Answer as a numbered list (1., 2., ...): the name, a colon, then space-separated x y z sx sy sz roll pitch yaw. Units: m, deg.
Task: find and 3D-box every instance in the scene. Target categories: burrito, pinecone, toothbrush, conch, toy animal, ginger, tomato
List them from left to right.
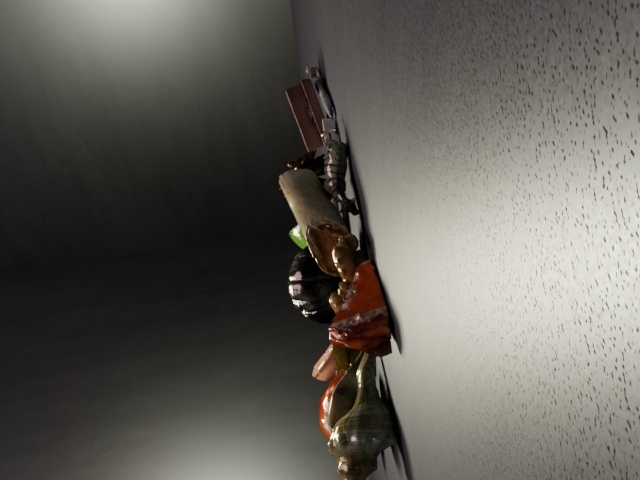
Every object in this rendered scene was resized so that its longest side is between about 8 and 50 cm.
1. pinecone: -0.030 -0.193 2.021 0.208 0.208 0.207 171 90 -88
2. burrito: -0.009 -0.055 1.532 0.143 0.105 0.299 72 173 -46
3. toothbrush: 0.003 -0.450 1.846 0.413 0.042 0.035 -106 7 -56
4. toy animal: 0.045 -0.169 1.520 0.176 0.074 0.216 -139 44 -78
5. ginger: 0.056 0.095 1.400 0.193 0.053 0.176 -58 -39 -48
6. tomato: 0.075 0.491 1.715 0.200 0.140 0.232 9 -110 -50
7. conch: 0.104 0.450 1.536 0.169 0.203 0.386 53 -141 -29

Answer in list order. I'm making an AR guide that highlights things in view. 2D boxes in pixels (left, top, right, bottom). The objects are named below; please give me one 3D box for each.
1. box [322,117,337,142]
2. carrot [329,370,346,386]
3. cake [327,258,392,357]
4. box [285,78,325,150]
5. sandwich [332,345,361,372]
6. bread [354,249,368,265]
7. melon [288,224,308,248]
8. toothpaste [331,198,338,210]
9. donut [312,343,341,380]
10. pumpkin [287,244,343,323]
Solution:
1. box: 0.036 -0.257 1.730 0.084 0.040 0.154 87 175 -66
2. carrot: 0.098 0.570 2.250 0.307 0.100 0.258 -9 -73 -76
3. cake: 0.086 0.139 1.320 0.287 0.135 0.098 -84 -28 -59
4. box: -0.037 -0.392 1.941 0.215 0.086 0.215 -107 -4 -79
5. sandwich: 0.103 0.309 1.836 0.184 0.109 0.159 80 -161 -47
6. bread: 0.102 0.080 1.501 0.094 0.035 0.090 -104 5 -64
7. melon: 0.000 0.000 1.958 0.169 0.129 0.265 48 176 4
8. toothpaste: 0.042 -0.150 2.229 0.056 0.036 0.205 80 -177 -71
9. donut: 0.070 0.392 2.176 0.199 0.085 0.233 -55 -6 28
10. pumpkin: 0.017 0.108 1.614 0.162 0.221 0.220 -14 84 50
